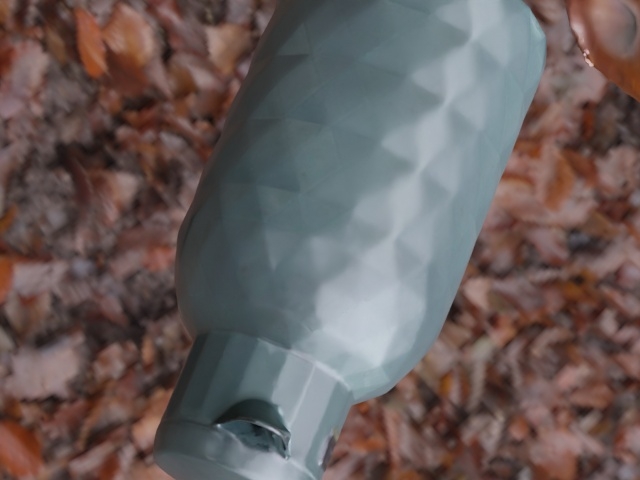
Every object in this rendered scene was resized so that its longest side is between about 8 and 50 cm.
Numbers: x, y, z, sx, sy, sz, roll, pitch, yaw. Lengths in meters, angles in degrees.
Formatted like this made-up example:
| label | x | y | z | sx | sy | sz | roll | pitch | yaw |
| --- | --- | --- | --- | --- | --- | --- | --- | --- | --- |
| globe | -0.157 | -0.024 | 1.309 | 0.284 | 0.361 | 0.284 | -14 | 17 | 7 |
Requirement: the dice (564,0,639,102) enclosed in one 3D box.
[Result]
| label | x | y | z | sx | sy | sz | roll | pitch | yaw |
| --- | --- | --- | --- | --- | --- | --- | --- | --- | --- |
| dice | 0.260 | -0.170 | 0.920 | 0.174 | 0.175 | 0.179 | -24 | 138 | -31 |

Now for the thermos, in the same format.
| label | x | y | z | sx | sy | sz | roll | pitch | yaw |
| --- | --- | --- | --- | --- | --- | --- | --- | --- | --- |
| thermos | 0.000 | 0.000 | 0.809 | 0.145 | 0.182 | 0.287 | 25 | 71 | -4 |
